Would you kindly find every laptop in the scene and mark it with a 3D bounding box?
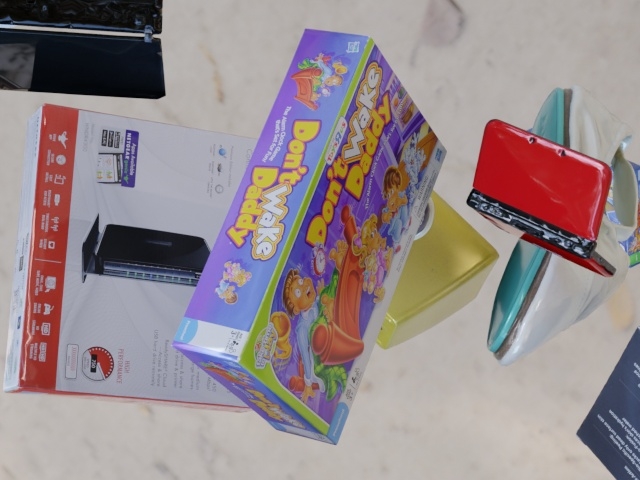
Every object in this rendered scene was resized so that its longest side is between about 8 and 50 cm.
[{"bbox_3d":[-0.257,-0.245,1.389,0.234,0.136,0.264,3,112,-4],"label":"laptop"}]

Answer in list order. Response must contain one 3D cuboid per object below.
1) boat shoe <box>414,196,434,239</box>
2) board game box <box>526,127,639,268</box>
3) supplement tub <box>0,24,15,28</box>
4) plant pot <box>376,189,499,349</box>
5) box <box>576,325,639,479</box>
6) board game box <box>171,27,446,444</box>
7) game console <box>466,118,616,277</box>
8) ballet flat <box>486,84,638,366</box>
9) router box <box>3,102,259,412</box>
[{"bbox_3d":[0.013,-0.053,2.088,0.285,0.102,0.092,12,-178,19],"label":"boat shoe"},{"bbox_3d":[0.346,-0.061,1.970,0.201,0.035,0.136,35,141,53],"label":"board game box"},{"bbox_3d":[-0.436,-0.396,1.993,0.144,0.144,0.199,130,131,-61],"label":"supplement tub"},{"bbox_3d":[0.122,0.044,2.356,0.212,0.187,0.212,45,161,12],"label":"plant pot"},{"bbox_3d":[0.361,0.186,1.501,0.156,0.093,0.158,51,133,35],"label":"box"},{"bbox_3d":[0.000,0.000,1.504,0.078,0.347,0.233,11,160,30],"label":"board game box"},{"bbox_3d":[0.222,-0.039,1.450,0.144,0.085,0.124,27,178,34],"label":"game console"},{"bbox_3d":[0.280,-0.014,1.630,0.139,0.400,0.139,10,137,9],"label":"ballet flat"},{"bbox_3d":[-0.209,0.026,1.801,0.301,0.335,0.082,7,167,-23],"label":"router box"}]
